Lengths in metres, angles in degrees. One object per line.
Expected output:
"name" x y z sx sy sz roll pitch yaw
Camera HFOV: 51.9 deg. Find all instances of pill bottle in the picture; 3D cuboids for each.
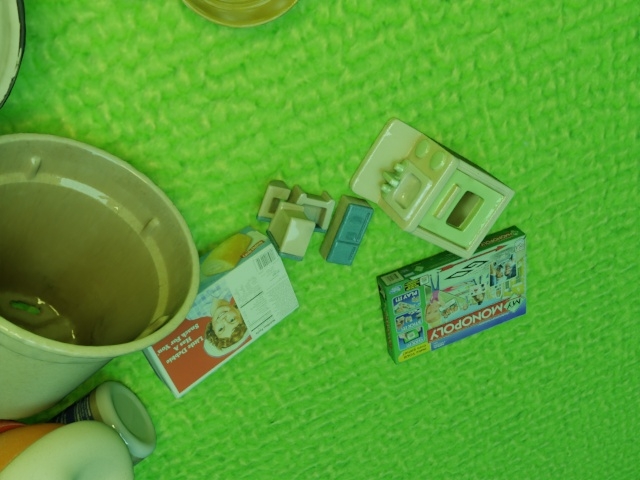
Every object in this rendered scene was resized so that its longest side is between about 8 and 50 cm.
"pill bottle" -0.436 0.380 1.152 0.264 0.153 0.153 -35 126 1

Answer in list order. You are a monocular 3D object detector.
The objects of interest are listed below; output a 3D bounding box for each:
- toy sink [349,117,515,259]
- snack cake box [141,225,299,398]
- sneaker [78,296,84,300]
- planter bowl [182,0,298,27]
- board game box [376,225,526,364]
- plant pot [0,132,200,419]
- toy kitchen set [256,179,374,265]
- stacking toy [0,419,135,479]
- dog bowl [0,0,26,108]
"toy sink" 0.197 -0.087 1.155 0.234 0.131 0.153 24 107 -31
"snack cake box" -0.177 0.115 1.098 0.264 0.089 0.152 -35 129 -23
"sneaker" -0.324 0.117 1.105 0.086 0.064 0.192 -28 131 12
"planter bowl" -0.114 -0.401 0.864 0.217 0.090 0.217 -11 123 -17
"board game box" 0.280 0.115 1.363 0.317 0.046 0.214 -20 124 -11
"plant pot" -0.383 0.082 0.896 0.333 0.334 0.305 20 132 -31
"toy kitchen set" 0.000 0.000 1.102 0.207 0.166 0.122 10 114 -27
"stacking toy" -0.556 0.367 0.970 0.351 0.479 0.351 -52 151 -45
"dog bowl" -0.506 -0.287 0.674 0.407 0.150 0.408 -4 133 -5
